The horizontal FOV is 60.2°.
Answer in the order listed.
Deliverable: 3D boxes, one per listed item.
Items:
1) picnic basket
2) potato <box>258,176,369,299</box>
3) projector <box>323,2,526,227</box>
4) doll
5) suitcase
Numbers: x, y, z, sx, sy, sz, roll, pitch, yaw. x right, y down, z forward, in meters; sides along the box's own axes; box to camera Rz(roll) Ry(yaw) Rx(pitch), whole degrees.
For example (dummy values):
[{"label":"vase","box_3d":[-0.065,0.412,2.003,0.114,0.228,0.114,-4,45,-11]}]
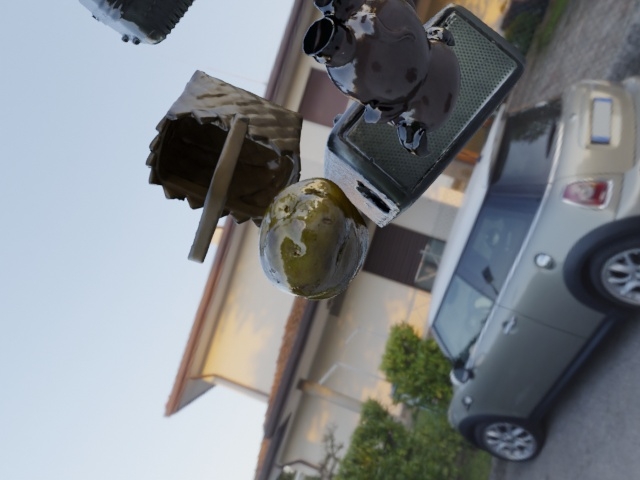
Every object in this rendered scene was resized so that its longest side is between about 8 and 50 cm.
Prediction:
[{"label":"picnic basket","box_3d":[-0.193,-0.138,1.088,0.254,0.291,0.321,124,160,-47]},{"label":"potato","box_3d":[0.000,0.000,0.981,0.176,0.195,0.369,-31,-13,13]},{"label":"projector","box_3d":[0.207,-0.264,1.255,0.405,0.242,0.395,-49,-4,-4]},{"label":"doll","box_3d":[0.089,-0.217,0.691,0.257,0.117,0.182,17,-95,-48]},{"label":"suitcase","box_3d":[-0.200,-0.338,0.646,0.202,0.128,0.312,-53,30,1]}]
